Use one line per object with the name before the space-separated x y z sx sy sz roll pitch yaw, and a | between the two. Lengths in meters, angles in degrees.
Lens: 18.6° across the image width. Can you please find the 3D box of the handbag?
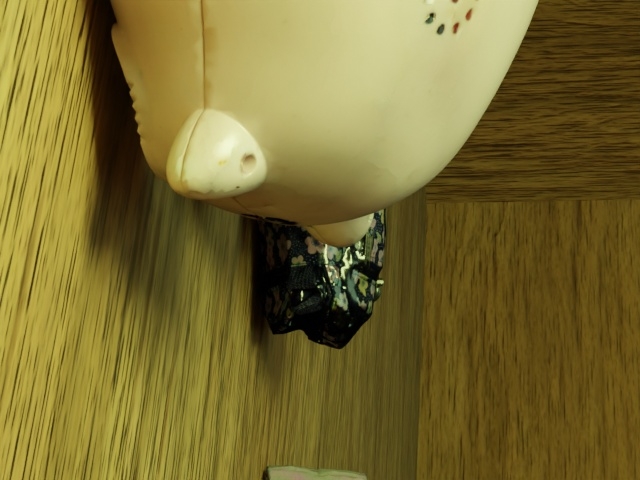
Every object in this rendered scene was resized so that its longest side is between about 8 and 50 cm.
handbag | 0.000 0.000 1.878 0.228 0.127 0.207 101 -12 -82

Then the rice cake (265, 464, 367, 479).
rice cake | -0.011 0.342 1.812 0.050 0.106 0.298 95 -1 -50

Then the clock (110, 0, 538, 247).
clock | 0.011 -0.195 1.270 0.368 0.251 0.376 19 76 -65

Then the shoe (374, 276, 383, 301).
shoe | 0.021 0.048 2.143 0.169 0.099 0.071 59 33 -75
